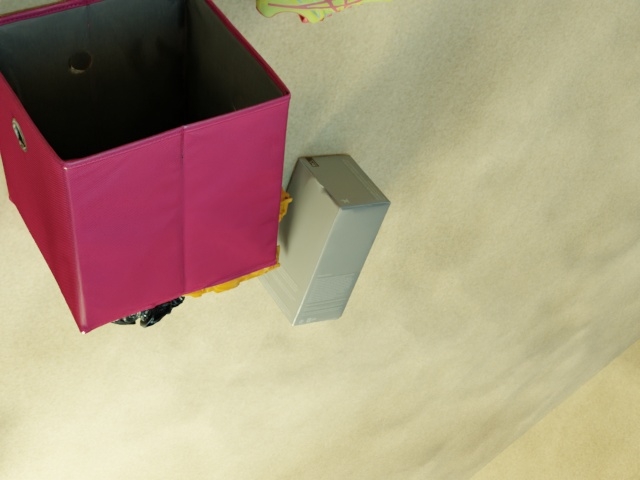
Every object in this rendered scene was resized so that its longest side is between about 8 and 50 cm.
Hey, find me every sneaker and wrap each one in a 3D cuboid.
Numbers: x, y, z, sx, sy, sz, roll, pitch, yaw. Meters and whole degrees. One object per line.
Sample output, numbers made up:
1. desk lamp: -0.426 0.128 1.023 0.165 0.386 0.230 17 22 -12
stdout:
1. sneaker: 0.007 -0.310 1.283 0.209 0.081 0.094 -3 139 -30

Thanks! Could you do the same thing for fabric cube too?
1. fabric cube: -0.207 -0.101 1.168 0.259 0.254 0.258 -20 143 -24

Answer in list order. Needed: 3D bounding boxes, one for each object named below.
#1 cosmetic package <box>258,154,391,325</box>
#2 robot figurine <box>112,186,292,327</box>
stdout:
1. cosmetic package: 0.000 0.000 1.567 0.107 0.127 0.238 -5 135 -37
2. robot figurine: -0.184 0.014 1.456 0.291 0.085 0.211 -17 139 -28
